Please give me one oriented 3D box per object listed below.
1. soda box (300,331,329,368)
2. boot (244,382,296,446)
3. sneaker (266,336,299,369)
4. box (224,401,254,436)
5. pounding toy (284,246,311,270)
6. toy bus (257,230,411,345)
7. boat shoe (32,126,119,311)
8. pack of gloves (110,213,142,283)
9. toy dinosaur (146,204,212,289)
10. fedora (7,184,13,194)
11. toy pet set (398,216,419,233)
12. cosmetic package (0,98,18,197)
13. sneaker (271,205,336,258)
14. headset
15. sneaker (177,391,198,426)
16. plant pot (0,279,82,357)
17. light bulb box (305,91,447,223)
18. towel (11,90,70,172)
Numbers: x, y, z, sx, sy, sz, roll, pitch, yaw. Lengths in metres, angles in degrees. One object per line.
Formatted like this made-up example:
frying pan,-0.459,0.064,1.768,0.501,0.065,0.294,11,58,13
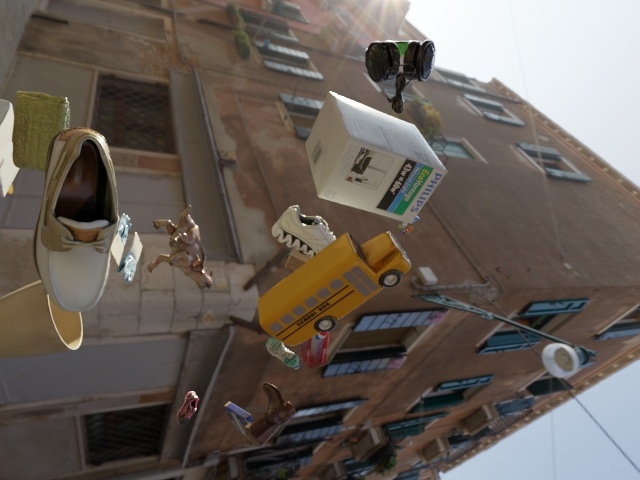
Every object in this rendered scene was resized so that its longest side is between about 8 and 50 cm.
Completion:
soda box,-0.020,0.388,1.649,0.092,0.084,0.263,41,-46,52
boot,-0.126,0.372,0.865,0.106,0.114,0.037,31,-44,33
sneaker,-0.139,0.427,1.508,0.166,0.065,0.076,35,-20,37
box,-0.312,0.765,1.678,0.225,0.036,0.136,-1,-65,52
pounding toy,-0.112,0.076,2.033,0.130,0.141,0.100,-62,-178,48
toy bus,0.027,0.095,0.892,0.333,0.130,0.108,-38,-147,15
boat shoe,-0.383,-0.023,0.635,0.103,0.113,0.302,16,-74,49
pack of gloves,-0.722,0.031,1.469,0.232,0.046,0.195,-102,-173,-48
toy dinosaur,-0.436,0.015,1.319,0.127,0.200,0.295,19,-74,29
fedora,-1.063,-0.221,1.272,0.194,0.079,0.194,50,-21,27
toy pet set,0.357,-0.082,1.696,0.114,0.122,0.065,-32,-165,32
cosmetic package,-0.764,-0.213,0.929,0.231,0.086,0.117,-44,-142,51
sneaker,0.000,0.000,1.236,0.118,0.292,0.110,-57,-167,18
headset,0.273,-0.588,1.389,0.394,0.244,0.185,-78,167,-52
sneaker,-0.460,0.594,1.410,0.057,0.047,0.119,8,-103,42
plant pot,-0.963,0.268,1.294,0.256,0.274,0.256,165,-90,-75
light bulb box,0.171,-0.284,1.377,0.357,0.361,0.225,-102,-147,-48
towel,-0.528,-0.203,0.764,0.027,0.110,0.148,-43,144,-78
